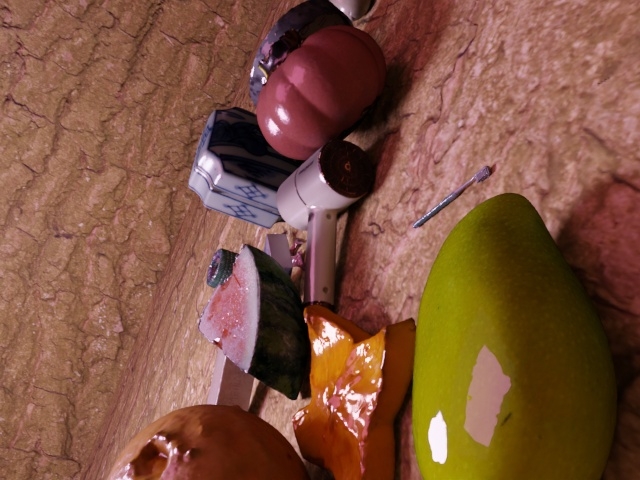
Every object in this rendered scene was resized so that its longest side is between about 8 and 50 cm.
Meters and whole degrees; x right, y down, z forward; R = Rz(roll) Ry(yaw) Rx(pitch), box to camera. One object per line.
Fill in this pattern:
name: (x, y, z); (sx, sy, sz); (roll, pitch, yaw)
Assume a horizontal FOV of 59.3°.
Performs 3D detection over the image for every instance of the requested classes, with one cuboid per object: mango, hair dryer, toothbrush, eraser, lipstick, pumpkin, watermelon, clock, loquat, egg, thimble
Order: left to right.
loquat: (-0.164, 0.408, 0.829); (0.328, 0.329, 0.328); (-49, 29, 40)
thimble: (-0.279, 0.090, 1.669); (0.118, 0.090, 0.135); (-67, 21, 3)
lipstick: (-0.193, 0.322, 1.209); (0.080, 0.076, 0.370); (-169, 91, -67)
watermelon: (-0.130, 0.180, 1.048); (0.201, 0.213, 0.261); (-23, 44, 19)
eraser: (-0.101, 0.083, 1.221); (0.212, 0.046, 0.091); (105, 157, -51)
clock: (-0.038, -0.426, 1.368); (0.061, 0.313, 0.312); (42, 116, 20)
hair dryer: (0.000, 0.000, 1.105); (0.203, 0.128, 0.361); (-32, 49, 55)
pumpkin: (0.034, 0.242, 0.812); (0.258, 0.095, 0.289); (-7, 67, 60)
egg: (0.078, -0.643, 1.485); (0.114, 0.114, 0.152); (-39, 40, 50)
toothbrush: (0.191, -0.059, 0.834); (0.167, 0.011, 0.014); (-43, 39, 46)
mango: (0.176, 0.095, 0.537); (0.192, 0.156, 0.342); (-39, 35, 49)

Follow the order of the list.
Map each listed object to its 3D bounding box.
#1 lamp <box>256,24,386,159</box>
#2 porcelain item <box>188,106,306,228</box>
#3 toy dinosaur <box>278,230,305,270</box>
lamp: (-0.013, -0.317, 1.172); (0.305, 0.240, 0.305); (-46, 4, 4)
porcelain item: (-0.175, -0.191, 1.435); (0.157, 0.282, 0.285); (-51, 26, 41)
toy dinosaur: (-0.076, 0.035, 1.335); (0.108, 0.032, 0.220); (-60, 33, 10)
